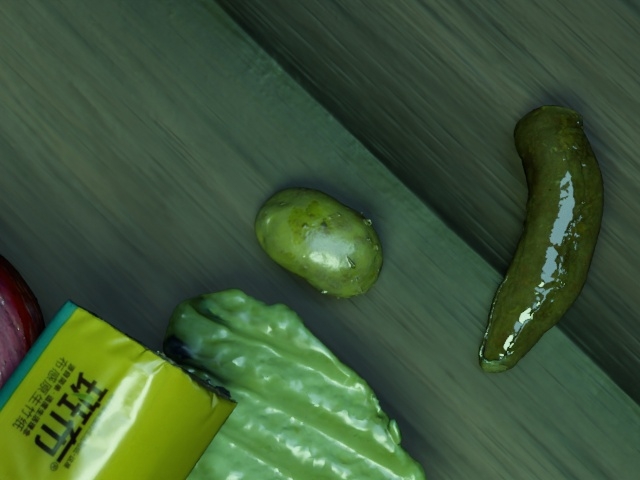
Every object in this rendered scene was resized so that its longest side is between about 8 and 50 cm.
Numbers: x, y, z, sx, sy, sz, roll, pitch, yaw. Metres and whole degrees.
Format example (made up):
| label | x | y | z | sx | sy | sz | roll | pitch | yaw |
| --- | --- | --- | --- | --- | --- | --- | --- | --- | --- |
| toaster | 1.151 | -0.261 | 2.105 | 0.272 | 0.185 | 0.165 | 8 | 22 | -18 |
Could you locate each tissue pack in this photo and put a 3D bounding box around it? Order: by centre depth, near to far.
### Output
| label | x | y | z | sx | sy | sz | roll | pitch | yaw |
| --- | --- | --- | --- | --- | --- | --- | --- | --- | --- |
| tissue pack | -0.207 | 0.201 | 1.141 | 0.134 | 0.192 | 0.271 | 32 | 84 | 18 |

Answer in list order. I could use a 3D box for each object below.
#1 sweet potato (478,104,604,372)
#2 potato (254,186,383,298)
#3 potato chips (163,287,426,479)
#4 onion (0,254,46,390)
| label | x | y | z | sx | sy | sz | roll | pitch | yaw |
| --- | --- | --- | --- | --- | --- | --- | --- | --- | --- |
| sweet potato | 0.225 | 0.001 | 1.412 | 0.112 | 0.085 | 0.286 | 11 | 81 | 31 |
| potato | 0.000 | 0.000 | 1.376 | 0.138 | 0.070 | 0.092 | 32 | 70 | 3 |
| potato chips | -0.082 | 0.269 | 1.261 | 0.373 | 0.097 | 0.389 | -41 | 85 | 0 |
| onion | -0.366 | 0.115 | 1.186 | 0.276 | 0.276 | 0.276 | 2 | 73 | -8 |
